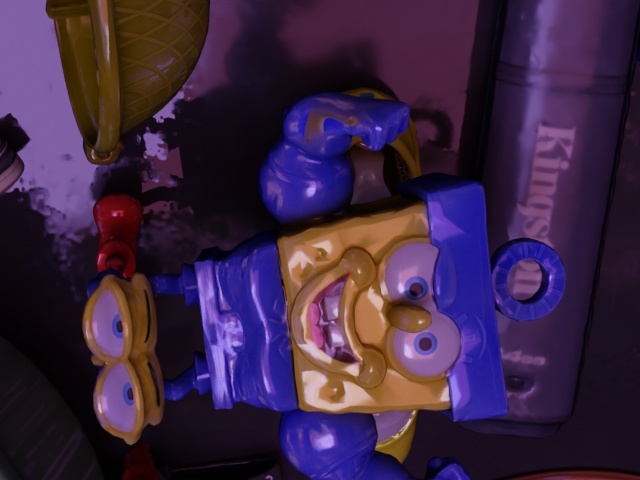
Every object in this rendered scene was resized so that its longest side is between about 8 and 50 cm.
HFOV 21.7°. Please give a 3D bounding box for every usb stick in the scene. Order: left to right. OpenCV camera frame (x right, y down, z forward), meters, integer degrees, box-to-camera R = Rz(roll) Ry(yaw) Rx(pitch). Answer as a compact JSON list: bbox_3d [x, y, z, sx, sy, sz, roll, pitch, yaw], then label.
[{"bbox_3d":[0.117,-0.029,0.870,0.077,0.045,0.278,4,108,-9],"label":"usb stick"}]

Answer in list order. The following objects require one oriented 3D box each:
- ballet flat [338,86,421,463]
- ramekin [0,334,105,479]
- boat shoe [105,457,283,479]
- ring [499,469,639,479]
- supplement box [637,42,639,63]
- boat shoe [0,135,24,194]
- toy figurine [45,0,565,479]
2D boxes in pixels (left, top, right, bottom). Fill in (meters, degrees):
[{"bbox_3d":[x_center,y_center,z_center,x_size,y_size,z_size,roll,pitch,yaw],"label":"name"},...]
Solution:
[{"bbox_3d":[0.020,0.037,0.863,0.077,0.077,0.231,-2,108,-8],"label":"ballet flat"},{"bbox_3d":[-0.245,0.165,0.803,0.303,0.148,0.303,2,104,8],"label":"ramekin"},{"bbox_3d":[-0.088,0.137,0.901,0.142,0.049,0.040,1,102,-14],"label":"boat shoe"},{"bbox_3d":[0.140,0.293,0.986,0.336,0.032,0.337,-2,109,-6],"label":"ring"},{"bbox_3d":[0.272,-0.140,0.818,0.111,0.114,0.220,33,102,-15],"label":"supplement box"},{"bbox_3d":[-0.224,-0.026,0.823,0.152,0.056,0.049,-18,114,-1],"label":"boat shoe"},{"bbox_3d":[0.000,0.000,0.772,0.217,0.191,0.363,-7,96,-4],"label":"toy figurine"}]
